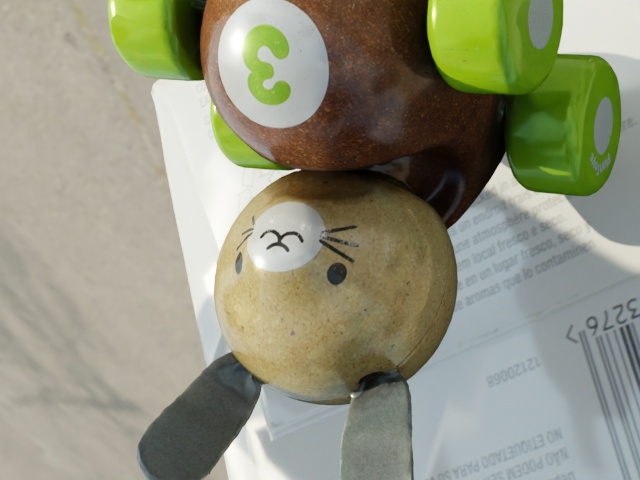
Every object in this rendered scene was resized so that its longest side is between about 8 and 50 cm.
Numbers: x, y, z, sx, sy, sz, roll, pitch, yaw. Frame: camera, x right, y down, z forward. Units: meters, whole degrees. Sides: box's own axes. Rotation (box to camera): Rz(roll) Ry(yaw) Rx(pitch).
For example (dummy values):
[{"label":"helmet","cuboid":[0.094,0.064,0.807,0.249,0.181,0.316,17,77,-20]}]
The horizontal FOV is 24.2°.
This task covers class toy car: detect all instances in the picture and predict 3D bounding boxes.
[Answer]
[{"label":"toy car","cuboid":[0.000,0.000,0.519,0.155,0.188,0.149,6,159,29]}]

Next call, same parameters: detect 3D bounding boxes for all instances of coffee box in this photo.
[{"label":"coffee box","cuboid":[0.171,0.028,0.748,0.338,0.338,0.334,-26,158,34]}]
